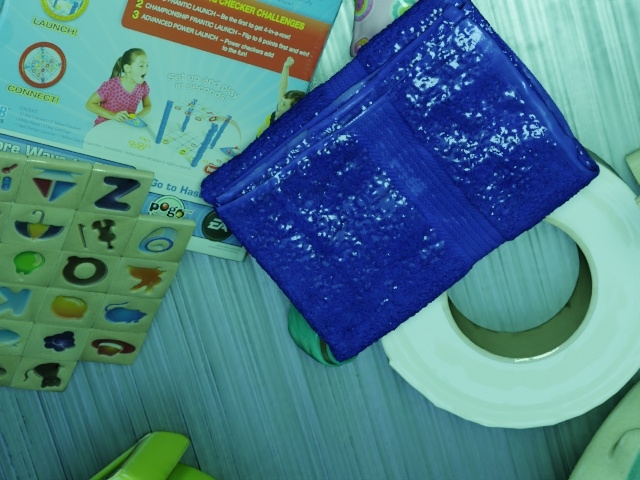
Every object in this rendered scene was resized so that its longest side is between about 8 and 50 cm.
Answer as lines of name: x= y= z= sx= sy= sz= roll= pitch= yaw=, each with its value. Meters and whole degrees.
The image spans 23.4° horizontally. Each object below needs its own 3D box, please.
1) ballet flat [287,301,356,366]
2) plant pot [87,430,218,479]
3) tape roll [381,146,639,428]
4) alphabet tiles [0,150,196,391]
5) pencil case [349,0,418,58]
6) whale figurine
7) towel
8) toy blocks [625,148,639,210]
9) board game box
ballet flat: x=0.000 y=0.000 z=1.510 sx=0.087 sy=0.083 sz=0.247 roll=17 pitch=110 yaw=44
plant pot: x=-0.178 y=0.331 z=1.524 sx=0.227 sy=0.228 sz=0.207 roll=-38 pitch=93 yaw=10
tape roll: x=0.188 y=0.036 z=1.504 sx=0.286 sy=0.100 sz=0.286 roll=0 pitch=103 yaw=1
alphabet tiles: x=-0.283 y=0.038 z=1.443 sx=0.285 sy=0.011 sz=0.343 roll=6 pitch=139 yaw=-22
pencil case: x=0.096 y=-0.296 z=1.421 sx=0.124 sy=0.124 sz=0.284 roll=6 pitch=103 yaw=1
whale figurine: x=0.326 y=0.226 z=1.486 sx=0.141 sy=0.216 sz=0.272 roll=28 pitch=77 yaw=17
towel: x=0.069 y=-0.054 z=1.389 sx=0.308 sy=0.076 sz=0.228 roll=-38 pitch=99 yaw=15
toy blocks: x=0.461 y=0.001 z=1.388 sx=0.260 sy=0.288 sz=0.309 roll=-29 pitch=97 yaw=13
board game box: x=-0.166 y=-0.159 z=1.411 sx=0.308 sy=0.086 sz=0.302 roll=14 pitch=106 yaw=-28
